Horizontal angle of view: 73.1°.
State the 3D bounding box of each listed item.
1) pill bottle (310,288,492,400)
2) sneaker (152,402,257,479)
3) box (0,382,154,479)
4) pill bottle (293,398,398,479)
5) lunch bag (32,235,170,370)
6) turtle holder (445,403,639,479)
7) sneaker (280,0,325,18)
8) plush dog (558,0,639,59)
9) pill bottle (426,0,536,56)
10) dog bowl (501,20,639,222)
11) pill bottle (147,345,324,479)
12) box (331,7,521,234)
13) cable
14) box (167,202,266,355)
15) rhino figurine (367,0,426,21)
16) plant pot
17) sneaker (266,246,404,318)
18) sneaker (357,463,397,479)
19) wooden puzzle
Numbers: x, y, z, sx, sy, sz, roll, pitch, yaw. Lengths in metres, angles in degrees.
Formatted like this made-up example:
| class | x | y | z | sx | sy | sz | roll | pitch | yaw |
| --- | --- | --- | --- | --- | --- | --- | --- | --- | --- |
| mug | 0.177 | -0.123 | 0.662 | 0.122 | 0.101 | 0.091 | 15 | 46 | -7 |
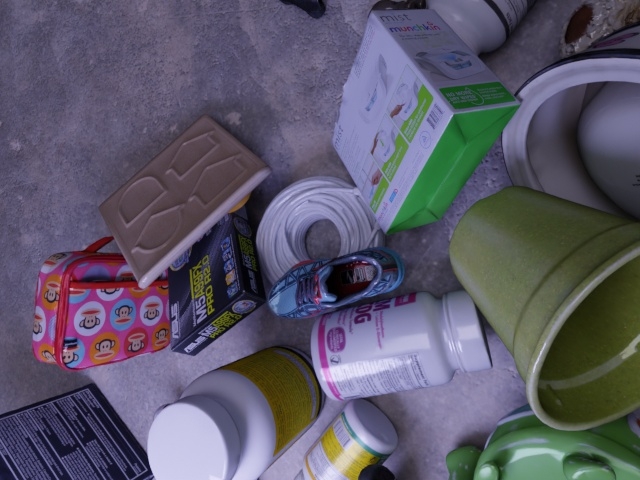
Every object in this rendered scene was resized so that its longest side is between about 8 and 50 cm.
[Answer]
| class | x | y | z | sx | sy | sz | roll | pitch | yaw |
| --- | --- | --- | --- | --- | --- | --- | --- | --- | --- |
| pill bottle | 0.140 | 0.180 | 0.760 | 0.282 | 0.160 | 0.161 | -16 | 82 | 19 |
| sneaker | -0.238 | 0.460 | 0.926 | 0.153 | 0.099 | 0.282 | -33 | 84 | 22 |
| box | -0.590 | 0.522 | 0.957 | 0.296 | 0.294 | 0.183 | 43 | 105 | 18 |
| pill bottle | 0.040 | 0.412 | 0.812 | 0.117 | 0.117 | 0.208 | 40 | 101 | 18 |
| lunch bag | -0.438 | 0.121 | 0.918 | 0.120 | 0.293 | 0.259 | 4 | 90 | 26 |
| turtle holder | 0.352 | 0.362 | 0.632 | 0.243 | 0.227 | 0.321 | 41 | 125 | 18 |
| sneaker | -0.048 | -0.519 | 0.899 | 0.170 | 0.089 | 0.051 | 38 | 101 | 18 |
| plush dog | 0.526 | -0.264 | 0.641 | 0.262 | 0.210 | 0.226 | 1 | 104 | 51 |
| pill bottle | 0.283 | -0.428 | 0.729 | 0.162 | 0.162 | 0.279 | 42 | 102 | 18 |
| dog bowl | 0.443 | -0.092 | 0.543 | 0.150 | 0.408 | 0.408 | -41 | 73 | -8 |
| pill bottle | -0.132 | 0.308 | 0.767 | 0.187 | 0.334 | 0.188 | -1 | 87 | 21 |
| box | 0.138 | -0.183 | 0.694 | 0.126 | 0.262 | 0.231 | -14 | 59 | -22 |
| cable | 0.000 | 0.000 | 0.861 | 0.256 | 0.089 | 0.257 | 20 | 97 | 21 |
| box | -0.225 | 0.064 | 0.887 | 0.216 | 0.060 | 0.270 | -37 | 47 | 22 |
| rhino figurine | 0.123 | -0.349 | 0.834 | 0.106 | 0.073 | 0.244 | 15 | 95 | 37 |
| plant pot | 0.314 | 0.053 | 0.579 | 0.276 | 0.276 | 0.254 | -51 | 31 | 12 |
| sneaker | 0.006 | 0.070 | 0.740 | 0.261 | 0.125 | 0.104 | -22 | 81 | 20 |
| sneaker | 0.077 | 0.515 | 0.766 | 0.162 | 0.106 | 0.282 | -12 | 109 | 30 |
| wooden puzzle | -0.284 | -0.092 | 0.900 | 0.322 | 0.080 | 0.348 | -43 | 47 | -6 |
